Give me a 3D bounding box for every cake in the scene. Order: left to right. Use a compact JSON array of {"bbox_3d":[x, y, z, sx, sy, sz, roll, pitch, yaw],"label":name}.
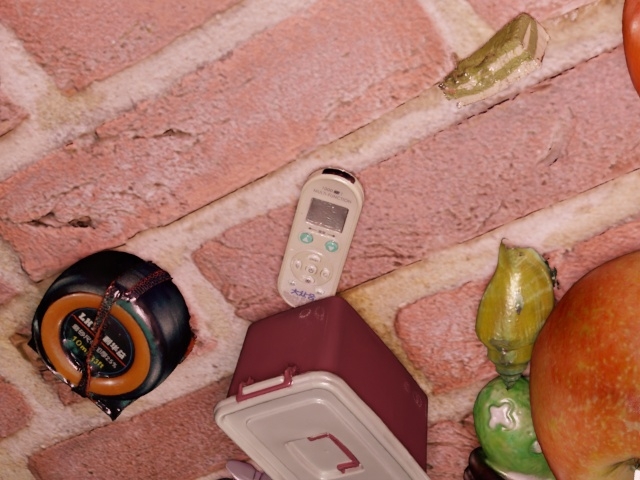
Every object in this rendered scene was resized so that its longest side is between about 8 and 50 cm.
[{"bbox_3d":[0.186,-0.184,1.257,0.051,0.055,0.140,37,128,-19],"label":"cake"}]

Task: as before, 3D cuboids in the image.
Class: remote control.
[{"bbox_3d":[0.000,0.000,1.449,0.078,0.042,0.221,19,127,3],"label":"remote control"}]

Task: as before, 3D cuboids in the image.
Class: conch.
[{"bbox_3d":[0.243,0.093,1.432,0.095,0.079,0.200,7,120,-12],"label":"conch"}]

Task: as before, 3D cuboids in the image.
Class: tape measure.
[{"bbox_3d":[-0.281,0.119,1.562,0.202,0.135,0.223,44,123,-4],"label":"tape measure"}]

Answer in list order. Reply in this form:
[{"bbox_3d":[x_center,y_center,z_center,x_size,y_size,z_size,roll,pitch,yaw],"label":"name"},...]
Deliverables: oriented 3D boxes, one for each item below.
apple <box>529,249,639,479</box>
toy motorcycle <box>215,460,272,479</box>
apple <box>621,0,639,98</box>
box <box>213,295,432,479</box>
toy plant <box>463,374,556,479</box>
[{"bbox_3d":[0.393,0.184,1.322,0.319,0.277,0.319,9,128,12],"label":"apple"},{"bbox_3d":[-0.051,0.394,1.729,0.225,0.073,0.152,27,126,-6],"label":"toy motorcycle"},{"bbox_3d":[0.381,-0.192,1.119,0.199,0.199,0.199,8,127,11],"label":"apple"},{"bbox_3d":[0.017,0.219,1.500,0.193,0.167,0.294,-19,128,28],"label":"box"},{"bbox_3d":[0.280,0.305,1.524,0.218,0.175,0.235,21,101,-9],"label":"toy plant"}]
